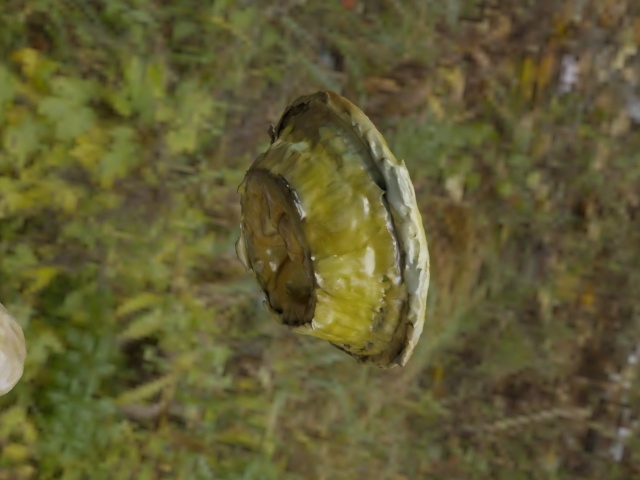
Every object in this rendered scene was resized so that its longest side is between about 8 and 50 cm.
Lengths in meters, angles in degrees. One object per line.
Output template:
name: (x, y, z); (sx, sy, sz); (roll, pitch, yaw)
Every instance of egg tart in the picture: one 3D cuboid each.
egg tart: (0.000, 0.000, 1.767); (0.120, 0.315, 0.315); (-17, 121, -25)

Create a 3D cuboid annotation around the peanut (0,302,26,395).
peanut: (-0.329, 0.075, 1.253); (0.104, 0.228, 0.085); (128, -37, -50)
